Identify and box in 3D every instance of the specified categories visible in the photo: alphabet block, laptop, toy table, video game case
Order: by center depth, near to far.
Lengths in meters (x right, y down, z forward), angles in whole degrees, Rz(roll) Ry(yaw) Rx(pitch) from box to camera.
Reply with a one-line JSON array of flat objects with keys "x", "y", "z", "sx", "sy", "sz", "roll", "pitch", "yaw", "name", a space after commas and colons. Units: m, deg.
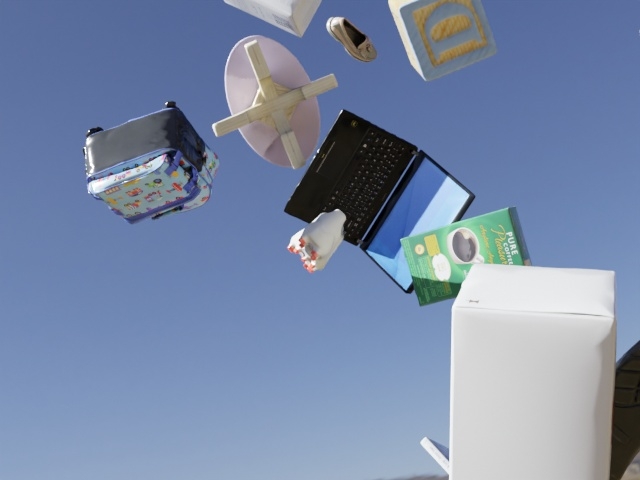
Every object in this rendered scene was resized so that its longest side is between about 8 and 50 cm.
[{"x": 0.250, "y": 0.407, "z": 1.710, "sx": 0.019, "sy": 0.143, "sz": 0.157, "roll": -47, "pitch": -34, "yaw": 3, "name": "video game case"}, {"x": 0.103, "y": -0.069, "z": 1.831, "sx": 0.264, "sy": 0.137, "sz": 0.234, "roll": 25, "pitch": -70, "yaw": -17, "name": "laptop"}, {"x": -0.094, "y": -0.271, "z": 1.953, "sx": 0.252, "sy": 0.274, "sz": 0.161, "roll": -34, "pitch": 10, "yaw": 1, "name": "toy table"}, {"x": 0.287, "y": -0.513, "z": 2.354, "sx": 0.192, "sy": 0.194, "sz": 0.197, "roll": -21, "pitch": 20, "yaw": 3, "name": "alphabet block"}]

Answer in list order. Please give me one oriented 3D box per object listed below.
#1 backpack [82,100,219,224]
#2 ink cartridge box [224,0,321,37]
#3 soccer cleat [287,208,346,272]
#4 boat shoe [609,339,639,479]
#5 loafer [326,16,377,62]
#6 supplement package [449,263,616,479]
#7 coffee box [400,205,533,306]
[{"x": -0.223, "y": -0.089, "z": 1.366, "sx": 0.158, "sy": 0.117, "sz": 0.173, "roll": -16, "pitch": -30, "yaw": 15, "name": "backpack"}, {"x": -0.095, "y": -0.651, "z": 2.167, "sx": 0.271, "sy": 0.310, "sz": 0.130, "roll": 28, "pitch": -5, "yaw": 12, "name": "ink cartridge box"}, {"x": 0.000, "y": 0.000, "z": 1.480, "sx": 0.076, "sy": 0.068, "sz": 0.196, "roll": -43, "pitch": -1, "yaw": -11, "name": "soccer cleat"}, {"x": 0.421, "y": 0.226, "z": 1.374, "sx": 0.324, "sy": 0.122, "sz": 0.120, "roll": -44, "pitch": -2, "yaw": 4, "name": "boat shoe"}, {"x": 0.065, "y": -0.370, "z": 1.827, "sx": 0.125, "sy": 0.045, "sz": 0.039, "roll": 32, "pitch": -21, "yaw": -36, "name": "loafer"}, {"x": 0.247, "y": 0.192, "z": 1.143, "sx": 0.175, "sy": 0.293, "sz": 0.177, "roll": 3, "pitch": 15, "yaw": 16, "name": "supplement package"}, {"x": 0.220, "y": 0.025, "z": 1.490, "sx": 0.184, "sy": 0.113, "sz": 0.040, "roll": -18, "pitch": -4, "yaw": 29, "name": "coffee box"}]
